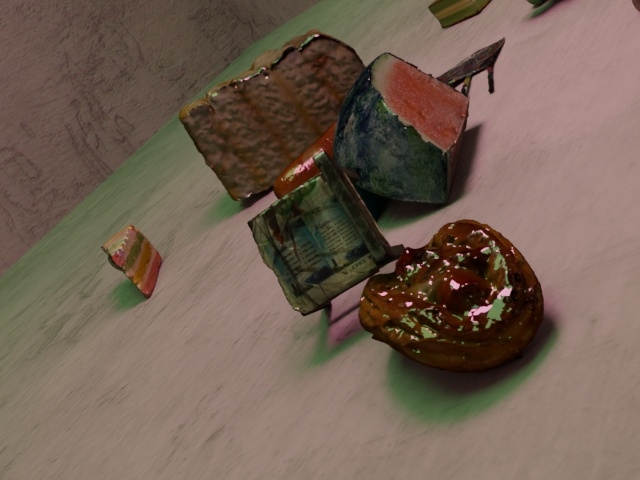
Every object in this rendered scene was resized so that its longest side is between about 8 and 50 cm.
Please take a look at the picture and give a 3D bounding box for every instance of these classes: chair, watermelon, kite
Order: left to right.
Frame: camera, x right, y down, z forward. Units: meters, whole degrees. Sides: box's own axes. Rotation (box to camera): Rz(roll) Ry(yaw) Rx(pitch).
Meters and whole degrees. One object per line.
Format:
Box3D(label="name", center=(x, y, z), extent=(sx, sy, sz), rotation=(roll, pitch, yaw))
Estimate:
Box3D(label="chair", center=(0.000, 0.000, 0.989), extent=(0.147, 0.136, 0.270), rotation=(-33, -5, 9))
Box3D(label="watermelon", center=(0.137, -0.175, 1.254), extent=(0.226, 0.148, 0.318), rotation=(-8, 29, -18))
Box3D(label="kite", center=(0.270, -0.300, 1.545), extent=(0.152, 0.015, 0.285), rotation=(-29, 20, 23))

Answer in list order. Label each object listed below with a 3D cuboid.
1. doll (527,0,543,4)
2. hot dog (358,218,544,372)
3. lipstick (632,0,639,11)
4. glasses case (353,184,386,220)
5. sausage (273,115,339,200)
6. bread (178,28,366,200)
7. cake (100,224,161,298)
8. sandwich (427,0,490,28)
Box3D(label="doll", center=(0.453, -0.585, 1.645), extent=(0.198, 0.186, 0.321), rotation=(117, 170, -54))
Box3D(label="hot dog", center=(0.123, 0.057, 0.840), extent=(0.160, 0.099, 0.227), rotation=(-42, 22, -13))
Box3D(label="lipstick", center=(0.506, -0.418, 1.314), extent=(0.070, 0.070, 0.254), rotation=(-27, 21, 27))
Box3D(label="glasses case", center=(0.066, -0.112, 1.389), extent=(0.117, 0.070, 0.301), rotation=(-25, 23, 32))
Box3D(label="sausage", center=(0.025, -0.170, 1.583), extent=(0.103, 0.076, 0.302), rotation=(-25, 19, 52))
Box3D(label="bread", center=(-0.082, -0.290, 1.806), extent=(0.395, 0.239, 0.264), rotation=(-32, 19, 8))
Box3D(label="cake", center=(-0.384, 0.039, 1.769), extent=(0.090, 0.109, 0.225), rotation=(-40, 18, -8))
Box3D(label="sandwich", center=(0.321, -0.551, 1.957), extent=(0.116, 0.074, 0.074), rotation=(-13, 32, 53))
